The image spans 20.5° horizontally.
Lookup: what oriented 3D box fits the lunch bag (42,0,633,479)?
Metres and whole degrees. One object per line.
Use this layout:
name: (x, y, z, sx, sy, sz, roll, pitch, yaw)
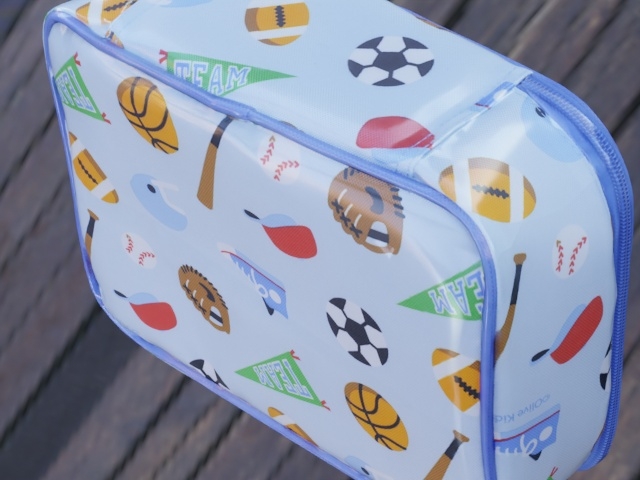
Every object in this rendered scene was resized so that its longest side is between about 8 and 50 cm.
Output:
lunch bag: (0.000, 0.000, 0.830, 0.303, 0.243, 0.115, 30, 53, 34)
